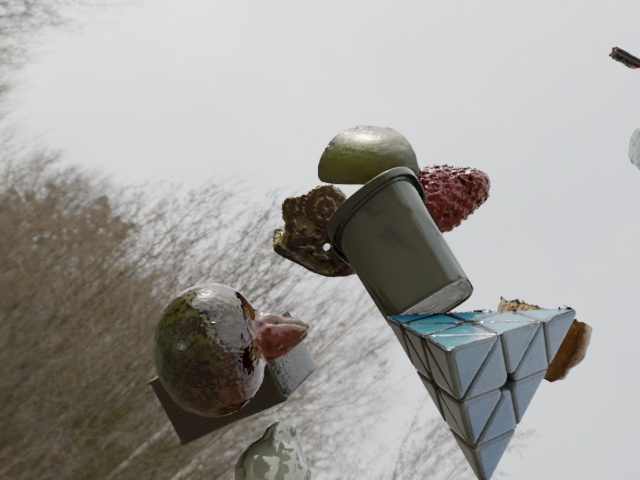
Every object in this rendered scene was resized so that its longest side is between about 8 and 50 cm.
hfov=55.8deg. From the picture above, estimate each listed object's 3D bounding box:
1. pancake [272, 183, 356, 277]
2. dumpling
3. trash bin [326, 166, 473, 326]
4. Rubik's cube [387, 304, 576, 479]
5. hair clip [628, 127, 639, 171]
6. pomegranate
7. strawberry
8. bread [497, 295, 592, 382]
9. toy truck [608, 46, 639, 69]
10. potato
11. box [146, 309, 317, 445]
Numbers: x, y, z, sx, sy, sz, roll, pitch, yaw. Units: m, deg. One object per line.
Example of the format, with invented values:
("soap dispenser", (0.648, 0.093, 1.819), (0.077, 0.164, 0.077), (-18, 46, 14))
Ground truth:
("pancake", (0.000, 0.000, 1.416), (0.257, 0.212, 0.056), (59, 3, 9))
("dumpling", (-0.076, 0.422, 1.088), (0.150, 0.176, 0.092), (33, -63, -16))
("trash bin", (0.162, 0.031, 1.197), (0.250, 0.219, 0.220), (61, 11, 27))
("Rubik's cube", (0.237, 0.191, 0.941), (0.228, 0.233, 0.229), (29, -49, -7))
("hair clip", (0.558, -0.138, 1.005), (0.036, 0.229, 0.066), (6, -67, -1))
("pomegranate", (-0.138, 0.167, 0.965), (0.214, 0.247, 0.214), (171, -90, -89))
("strawberry", (0.318, -0.111, 1.549), (0.236, 0.111, 0.190), (-20, -88, 18))
("bread", (0.573, 0.268, 1.613), (0.194, 0.179, 0.340), (22, -1, -2))
("toy truck", (0.648, -0.382, 1.272), (0.083, 0.024, 0.032), (21, 4, -19))
("potato", (0.159, -0.230, 1.574), (0.255, 0.269, 0.112), (20, -48, 52))
("box", (-0.170, 0.266, 1.188), (0.273, 0.184, 0.143), (-28, -92, 23))
